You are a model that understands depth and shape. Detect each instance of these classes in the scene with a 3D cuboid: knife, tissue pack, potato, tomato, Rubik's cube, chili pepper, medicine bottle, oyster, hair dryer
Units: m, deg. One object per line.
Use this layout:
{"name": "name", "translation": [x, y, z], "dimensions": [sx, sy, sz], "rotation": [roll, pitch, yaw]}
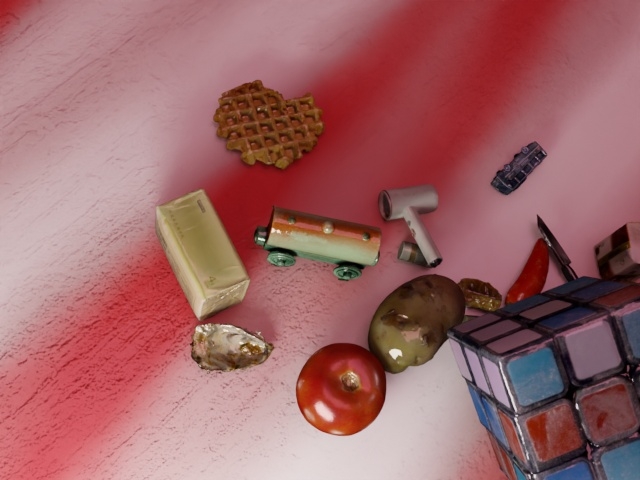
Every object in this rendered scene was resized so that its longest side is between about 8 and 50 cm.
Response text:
{"name": "knife", "translation": [0.580, 0.036, 2.011], "dimensions": [0.060, 0.028, 0.230], "rotation": [-21, 78, -53]}
{"name": "tissue pack", "translation": [-0.253, 0.030, 1.769], "dimensions": [0.125, 0.159, 0.234], "rotation": [-24, 74, -20]}
{"name": "potato", "translation": [0.206, 0.175, 1.817], "dimensions": [0.165, 0.165, 0.262], "rotation": [41, 59, 6]}
{"name": "tomato", "translation": [0.042, 0.309, 1.729], "dimensions": [0.195, 0.136, 0.195], "rotation": [6, 65, -12]}
{"name": "Rubik's cube", "translation": [0.492, 0.291, 1.635], "dimensions": [0.363, 0.362, 0.358], "rotation": [-18, 96, -2]}
{"name": "chili pepper", "translation": [0.488, 0.100, 1.957], "dimensions": [0.071, 0.063, 0.272], "rotation": [39, 62, -9]}
{"name": "medicine bottle", "translation": [0.225, 0.032, 1.933], "dimensions": [0.083, 0.047, 0.047], "rotation": [15, 65, -7]}
{"name": "oyster", "translation": [-0.186, 0.224, 1.761], "dimensions": [0.177, 0.056, 0.105], "rotation": [-5, 75, -13]}
{"name": "tissue pack", "translation": [0.735, 0.030, 1.987], "dimensions": [0.099, 0.148, 0.106], "rotation": [-1, 68, -13]}
{"name": "hair dryer", "translation": [0.234, -0.034, 1.915], "dimensions": [0.131, 0.073, 0.236], "rotation": [-9, 48, -17]}

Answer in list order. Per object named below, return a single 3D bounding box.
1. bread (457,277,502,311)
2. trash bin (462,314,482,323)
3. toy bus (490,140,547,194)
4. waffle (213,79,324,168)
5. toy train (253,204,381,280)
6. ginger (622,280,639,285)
{"name": "bread", "translation": [0.361, 0.123, 1.920], "dimensions": [0.110, 0.060, 0.066], "rotation": [16, 95, -4]}
{"name": "trash bin", "translation": [0.368, 0.205, 1.897], "dimensions": [0.092, 0.043, 0.060], "rotation": [5, 67, -14]}
{"name": "toy bus", "translation": [0.496, -0.181, 2.082], "dimensions": [0.065, 0.047, 0.166], "rotation": [46, 66, 4]}
{"name": "waffle", "translation": [-0.125, -0.289, 1.989], "dimensions": [0.253, 0.056, 0.249], "rotation": [39, 65, 7]}
{"name": "toy train", "translation": [0.000, 0.000, 1.827], "dimensions": [0.286, 0.177, 0.116], "rotation": [12, 66, -8]}
{"name": "ginger", "translation": [0.724, 0.162, 1.853], "dimensions": [0.155, 0.304, 0.244], "rotation": [47, 50, 2]}
